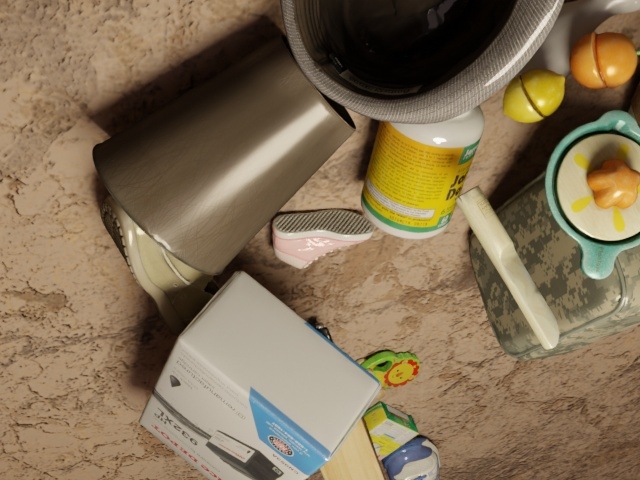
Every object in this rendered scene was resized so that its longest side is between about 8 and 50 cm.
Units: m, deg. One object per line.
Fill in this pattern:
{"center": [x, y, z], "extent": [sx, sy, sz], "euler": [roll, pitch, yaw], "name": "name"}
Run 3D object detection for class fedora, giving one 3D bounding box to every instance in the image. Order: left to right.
{"center": [0.096, -0.240, 0.709], "extent": [0.244, 0.124, 0.275], "euler": [45, 122, 3], "name": "fedora"}

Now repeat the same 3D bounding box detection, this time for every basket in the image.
{"center": [-0.089, -0.100, 0.839], "extent": [0.227, 0.154, 0.204], "euler": [-38, 126, 13], "name": "basket"}

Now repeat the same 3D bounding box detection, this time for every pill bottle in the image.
{"center": [0.123, -0.113, 0.913], "extent": [0.118, 0.117, 0.208], "euler": [-2, 132, -17], "name": "pill bottle"}

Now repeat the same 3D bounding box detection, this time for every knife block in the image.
{"center": [0.016, 0.268, 1.168], "extent": [0.088, 0.275, 0.242], "euler": [-20, 165, 2], "name": "knife block"}

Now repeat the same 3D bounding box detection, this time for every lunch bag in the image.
{"center": [0.377, 0.019, 1.017], "extent": [0.256, 0.212, 0.305], "euler": [-6, 159, -19], "name": "lunch bag"}

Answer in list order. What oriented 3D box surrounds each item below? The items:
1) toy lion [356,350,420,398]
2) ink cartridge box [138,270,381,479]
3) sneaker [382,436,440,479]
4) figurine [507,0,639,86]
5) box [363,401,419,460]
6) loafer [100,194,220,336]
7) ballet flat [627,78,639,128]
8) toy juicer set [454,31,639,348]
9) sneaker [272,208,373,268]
{"center": [0.117, 0.214, 1.292], "extent": [0.096, 0.034, 0.100], "euler": [-31, 134, 2], "name": "toy lion"}
{"center": [-0.093, 0.212, 1.014], "extent": [0.223, 0.129, 0.307], "euler": [38, 144, 3], "name": "ink cartridge box"}
{"center": [0.200, 0.496, 1.519], "extent": [0.112, 0.131, 0.296], "euler": [-19, 134, 3], "name": "sneaker"}
{"center": [0.257, -0.273, 0.832], "extent": [0.209, 0.092, 0.215], "euler": [-39, 133, 13], "name": "figurine"}
{"center": [0.078, 0.369, 1.419], "extent": [0.179, 0.043, 0.105], "euler": [-41, 132, 18], "name": "box"}
{"center": [-0.188, 0.021, 0.959], "extent": [0.092, 0.102, 0.268], "euler": [-30, 150, -11], "name": "loafer"}
{"center": [0.472, -0.120, 1.048], "extent": [0.124, 0.116, 0.342], "euler": [-24, 143, 33], "name": "ballet flat"}
{"center": [0.263, -0.077, 0.799], "extent": [0.209, 0.089, 0.329], "euler": [39, 84, -2], "name": "toy juicer set"}
{"center": [0.000, 0.000, 1.031], "extent": [0.135, 0.051, 0.070], "euler": [-2, 135, -12], "name": "sneaker"}
